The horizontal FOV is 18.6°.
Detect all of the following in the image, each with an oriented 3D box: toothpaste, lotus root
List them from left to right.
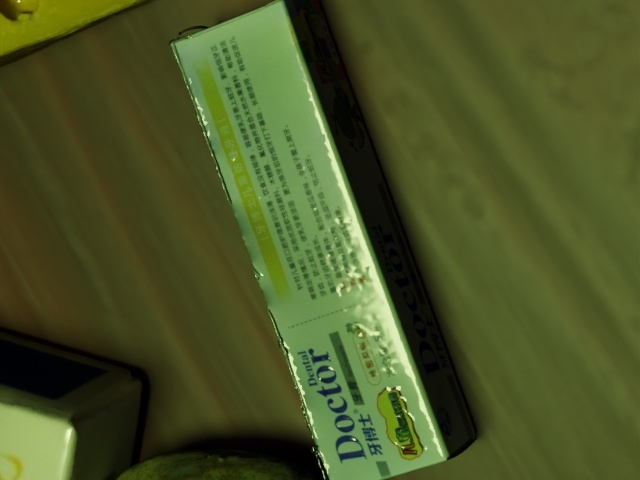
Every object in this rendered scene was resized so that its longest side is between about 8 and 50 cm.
[{"bbox_3d":[-0.027,0.098,0.667,0.099,0.049,0.054,1,123,26],"label":"lotus root"},{"bbox_3d":[0.000,0.000,0.650,0.046,0.034,0.164,-20,91,22],"label":"toothpaste"}]

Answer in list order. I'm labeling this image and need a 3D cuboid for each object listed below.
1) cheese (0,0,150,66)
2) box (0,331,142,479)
[{"bbox_3d":[-0.136,-0.100,0.672,0.171,0.126,0.093,-21,92,2],"label":"cheese"},{"bbox_3d":[-0.190,0.192,0.737,0.200,0.065,0.343,15,104,19],"label":"box"}]
